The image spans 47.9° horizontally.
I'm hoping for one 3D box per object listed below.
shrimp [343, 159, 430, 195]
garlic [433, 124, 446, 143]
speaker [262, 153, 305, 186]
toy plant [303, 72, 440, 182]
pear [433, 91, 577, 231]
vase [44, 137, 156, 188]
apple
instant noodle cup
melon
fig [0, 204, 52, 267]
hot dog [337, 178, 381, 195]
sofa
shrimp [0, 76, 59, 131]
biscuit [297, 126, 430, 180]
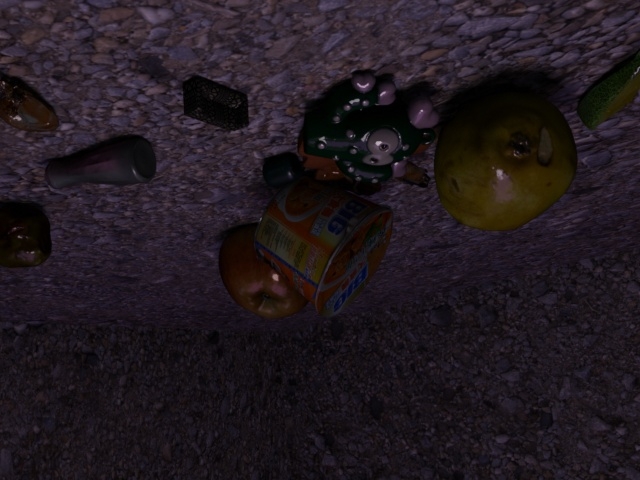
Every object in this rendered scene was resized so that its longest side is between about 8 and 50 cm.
[{"bbox_3d":[0.143,-0.133,1.539,0.152,0.046,0.219,-21,160,38],"label":"shrimp"},{"bbox_3d":[0.248,-0.206,1.449,0.041,0.053,0.083,-15,171,24],"label":"garlic"},{"bbox_3d":[-0.075,-0.155,1.542,0.076,0.060,0.094,-13,-161,26],"label":"speaker"},{"bbox_3d":[0.092,-0.195,1.301,0.243,0.112,0.232,16,142,-26],"label":"toy plant"},{"bbox_3d":[0.336,-0.145,1.339,0.269,0.268,0.321,-9,178,11],"label":"pear"},{"bbox_3d":[-0.430,-0.141,1.393,0.214,0.086,0.086,-6,166,20],"label":"vase"},{"bbox_3d":[-0.142,0.093,2.055,0.309,0.249,0.278,10,159,-39],"label":"apple"},{"bbox_3d":[0.000,0.000,1.634,0.214,0.296,0.296,32,179,23],"label":"instant noodle cup"},{"bbox_3d":[0.558,-0.277,1.320,0.114,0.053,0.261,-13,166,-4],"label":"melon"},{"bbox_3d":[-0.696,-0.004,1.649,0.154,0.144,0.166,34,137,-28],"label":"fig"},{"bbox_3d":[0.095,-0.135,1.695,0.062,0.038,0.144,-20,162,36],"label":"hot dog"},{"bbox_3d":[-0.173,-0.225,1.199,0.039,0.060,0.118,-13,165,38],"label":"sofa"},{"bbox_3d":[-0.481,-0.212,1.163,0.092,0.043,0.184,0,166,-8],"label":"shrimp"},{"bbox_3d":[0.062,-0.186,1.472,0.284,0.043,0.306,-16,163,32],"label":"biscuit"}]
